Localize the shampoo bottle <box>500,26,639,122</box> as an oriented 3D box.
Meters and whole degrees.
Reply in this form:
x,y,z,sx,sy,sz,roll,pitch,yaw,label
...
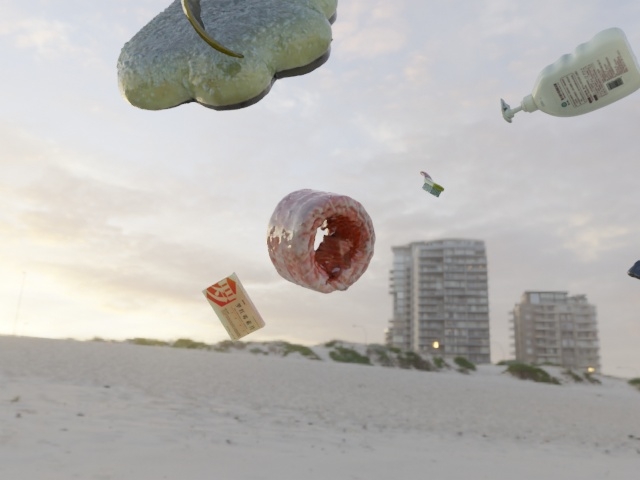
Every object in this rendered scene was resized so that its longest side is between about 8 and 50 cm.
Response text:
x,y,z,sx,sy,sz,roll,pitch,yaw,label
0.278,-0.173,0.689,0.152,0.045,0.077,-26,-74,35,shampoo bottle

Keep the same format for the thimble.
x,y,z,sx,sy,sz,roll,pitch,yaw,label
0.000,0.000,1.379,0.239,0.239,0.162,18,-2,-41,thimble

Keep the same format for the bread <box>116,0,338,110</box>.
x,y,z,sx,sy,sz,roll,pitch,yaw,label
-0.082,-0.234,0.665,0.207,0.286,0.056,13,-36,22,bread

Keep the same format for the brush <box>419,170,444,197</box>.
x,y,z,sx,sy,sz,roll,pitch,yaw,label
0.152,-0.080,0.853,0.018,0.021,0.083,25,17,-15,brush

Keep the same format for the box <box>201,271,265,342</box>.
x,y,z,sx,sy,sz,roll,pitch,yaw,label
-0.128,0.099,0.895,0.058,0.093,0.015,-27,7,18,box

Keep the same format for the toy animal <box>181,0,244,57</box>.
x,y,z,sx,sy,sz,roll,pitch,yaw,label
-0.102,-0.257,0.478,0.095,0.219,0.155,-28,15,3,toy animal

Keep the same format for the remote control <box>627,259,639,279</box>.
x,y,z,sx,sy,sz,roll,pitch,yaw,label
0.364,0.066,0.462,0.063,0.025,0.245,8,13,-44,remote control
